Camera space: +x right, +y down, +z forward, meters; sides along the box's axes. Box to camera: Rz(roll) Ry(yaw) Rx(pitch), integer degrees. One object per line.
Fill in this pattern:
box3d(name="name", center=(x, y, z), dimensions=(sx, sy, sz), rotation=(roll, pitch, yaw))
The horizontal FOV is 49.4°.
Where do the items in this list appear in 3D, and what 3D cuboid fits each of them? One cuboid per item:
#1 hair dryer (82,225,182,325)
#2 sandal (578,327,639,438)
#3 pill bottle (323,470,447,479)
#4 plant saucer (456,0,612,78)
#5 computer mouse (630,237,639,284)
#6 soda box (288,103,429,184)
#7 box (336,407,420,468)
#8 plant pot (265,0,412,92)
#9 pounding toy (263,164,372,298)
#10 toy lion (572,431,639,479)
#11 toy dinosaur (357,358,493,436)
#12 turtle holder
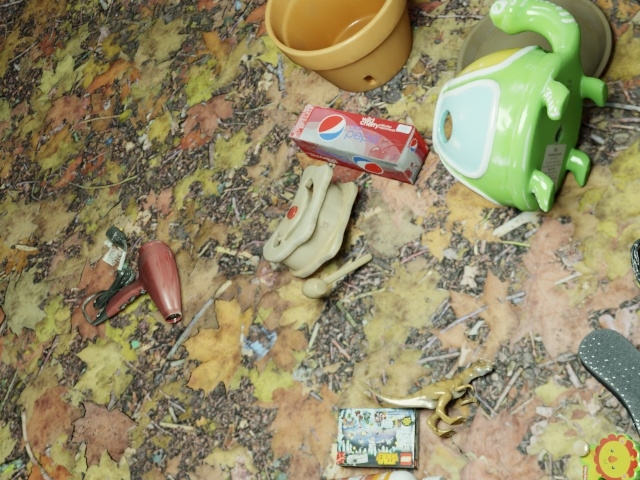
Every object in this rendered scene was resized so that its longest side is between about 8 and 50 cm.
box3d(name="hair dryer", center=(-0.389, 0.103, 1.506), dimensions=(0.293, 0.080, 0.224), rotation=(18, 92, 40))
box3d(name="sandal", center=(0.465, 0.228, 0.975), dimensions=(0.097, 0.054, 0.255), rotation=(-30, 46, 5))
box3d(name="pill bottle", center=(0.087, 0.412, 1.045), dimensions=(0.216, 0.121, 0.121), rotation=(-16, 60, 22))
box3d(name="plant saucer", center=(0.392, -0.339, 1.289), dimensions=(0.277, 0.041, 0.278), rotation=(-12, 62, 23))
box3d(name="computer mouse", center=(0.527, -0.037, 1.076), dimensions=(0.071, 0.041, 0.242), rotation=(10, 79, 31))
box3d(name="soda box", center=(0.073, -0.191, 1.361), dimensions=(0.263, 0.092, 0.084), rotation=(20, 78, 34))
box3d(name="box", center=(0.094, 0.324, 1.142), dimensions=(0.137, 0.027, 0.094), rotation=(-8, 64, 25))
box3d(name="plant pot", center=(0.060, -0.442, 1.421), dimensions=(0.290, 0.203, 0.291), rotation=(-12, 63, 24))
box3d(name="pounding toy", center=(0.000, 0.000, 1.326), dimensions=(0.154, 0.154, 0.270), rotation=(-22, 43, 52))
box3d(name="toy lion", center=(0.395, 0.314, 0.954), dimensions=(0.096, 0.034, 0.100), rotation=(-14, 59, 51))
box3d(name="toy dinosaur", center=(0.178, 0.253, 1.111), dimensions=(0.211, 0.064, 0.112), rotation=(-16, 52, -1))
box3d(name="turtle holder", center=(0.304, -0.210, 1.113), dimensions=(0.227, 0.320, 0.243), rotation=(19, 49, 35))
